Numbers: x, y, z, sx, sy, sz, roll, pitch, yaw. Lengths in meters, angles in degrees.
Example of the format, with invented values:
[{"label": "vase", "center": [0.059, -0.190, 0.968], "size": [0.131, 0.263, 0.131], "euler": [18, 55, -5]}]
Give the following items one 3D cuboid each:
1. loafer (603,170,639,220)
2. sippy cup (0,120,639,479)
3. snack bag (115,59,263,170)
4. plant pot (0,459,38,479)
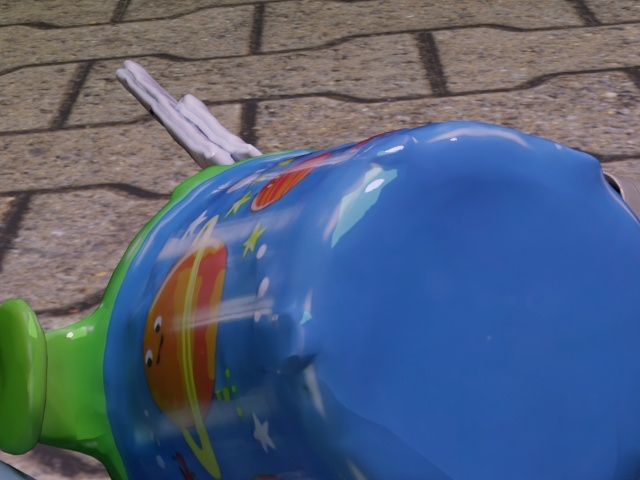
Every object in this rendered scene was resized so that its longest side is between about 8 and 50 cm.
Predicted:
[{"label": "loafer", "center": [0.257, -0.010, 1.052], "size": [0.319, 0.111, 0.112], "euler": [-23, 31, -32]}, {"label": "sippy cup", "center": [0.031, 0.052, 0.537], "size": [0.305, 0.240, 0.224], "euler": [-39, 5, -22]}, {"label": "snack bag", "center": [0.000, 0.000, 0.892], "size": [0.037, 0.323, 0.342], "euler": [-48, 24, 0]}, {"label": "plant pot", "center": [-0.112, 0.248, 0.466], "size": [0.195, 0.290, 0.290], "euler": [26, 18, -20]}]
